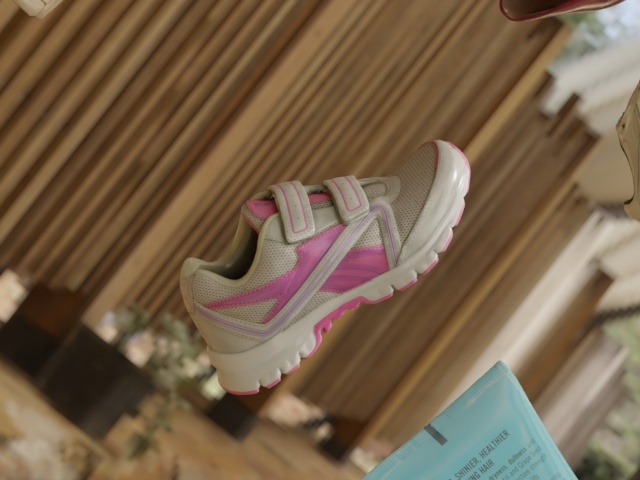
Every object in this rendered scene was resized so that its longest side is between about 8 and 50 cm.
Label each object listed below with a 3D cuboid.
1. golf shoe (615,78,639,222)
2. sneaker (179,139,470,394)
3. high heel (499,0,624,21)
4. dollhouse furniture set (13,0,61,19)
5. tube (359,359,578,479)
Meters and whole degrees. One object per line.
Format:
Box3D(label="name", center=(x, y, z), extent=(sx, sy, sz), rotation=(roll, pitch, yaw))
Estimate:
Box3D(label="golf shoe", center=(0.220, -0.089, 1.230), extent=(0.069, 0.176, 0.086), rotation=(-7, 7, -39))
Box3D(label="sneaker", center=(0.000, 0.000, 1.415), extent=(0.111, 0.252, 0.103), rotation=(53, -5, -21))
Box3D(label="high heel", center=(0.230, -0.241, 1.331), extent=(0.127, 0.181, 0.377), rotation=(51, -6, 7))
Box3D(label="dollhouse furniture set", center=(-0.268, -0.342, 1.051), extent=(0.394, 0.362, 0.256), rotation=(47, 1, 23))
Box3D(label="tube", center=(0.100, 0.150, 0.701), extent=(0.207, 0.080, 0.052), rotation=(53, -24, -6))
